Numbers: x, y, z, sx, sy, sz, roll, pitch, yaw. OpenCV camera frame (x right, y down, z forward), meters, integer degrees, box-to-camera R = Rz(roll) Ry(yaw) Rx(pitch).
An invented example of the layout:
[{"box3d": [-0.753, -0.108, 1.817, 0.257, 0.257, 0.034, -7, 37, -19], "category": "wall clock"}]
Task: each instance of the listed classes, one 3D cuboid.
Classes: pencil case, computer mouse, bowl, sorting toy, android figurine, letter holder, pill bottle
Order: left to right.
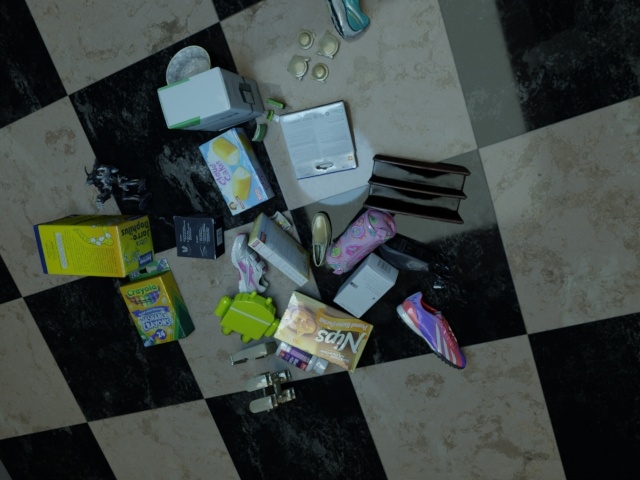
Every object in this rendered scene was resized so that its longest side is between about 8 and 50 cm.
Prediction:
[{"box3d": [-0.420, -0.550, 1.398, 0.170, 0.080, 0.170, -3, 79, 18], "category": "bowl"}, {"box3d": [-0.273, 0.287, 1.585, 0.248, 0.056, 0.273, 25, 127, -12], "category": "android figurine"}, {"box3d": [-0.151, -0.062, 1.512, 0.083, 0.045, 0.075, -35, 88, 19], "category": "sorting toy"}, {"box3d": [-0.065, 0.433, 1.596, 0.193, 0.108, 0.108, 27, 109, 4], "category": "pill bottle"}, {"box3d": [0.126, 0.007, 1.376, 0.124, 0.124, 0.284, 43, 137, -2], "category": "pencil case"}, {"box3d": [0.306, 0.069, 1.396, 0.272, 0.188, 0.072, 26, 122, 14], "category": "computer mouse"}, {"box3d": [0.296, -0.161, 1.293, 0.301, 0.214, 0.152, 11, 108, 9], "category": "letter holder"}]

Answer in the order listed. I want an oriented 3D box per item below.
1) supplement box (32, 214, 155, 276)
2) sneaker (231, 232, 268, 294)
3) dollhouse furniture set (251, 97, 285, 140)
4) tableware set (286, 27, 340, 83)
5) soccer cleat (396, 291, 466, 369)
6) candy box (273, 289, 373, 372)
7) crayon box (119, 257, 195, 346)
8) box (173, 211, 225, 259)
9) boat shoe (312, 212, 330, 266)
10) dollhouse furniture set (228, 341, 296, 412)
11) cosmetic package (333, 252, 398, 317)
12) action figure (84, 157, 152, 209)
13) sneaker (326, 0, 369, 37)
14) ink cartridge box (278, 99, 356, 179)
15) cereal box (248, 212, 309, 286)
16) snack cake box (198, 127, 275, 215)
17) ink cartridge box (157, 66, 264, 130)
[{"box3d": [-0.859, 0.013, 1.604, 0.356, 0.194, 0.195, 1, 106, 11], "category": "supplement box"}, {"box3d": [-0.253, 0.089, 1.551, 0.111, 0.103, 0.253, -5, 113, 12], "category": "sneaker"}, {"box3d": [-0.170, -0.394, 1.403, 0.058, 0.076, 0.152, 24, 108, 3], "category": "dollhouse furniture set"}, {"box3d": [-0.024, -0.592, 1.344, 0.141, 0.020, 0.169, 22, 109, 5], "category": "tableware set"}, {"box3d": [0.412, 0.319, 1.466, 0.318, 0.108, 0.116, 44, 106, 0], "category": "soccer cleat"}, {"box3d": [0.011, 0.326, 1.522, 0.316, 0.087, 0.183, 24, 86, 1], "category": "candy box"}, {"box3d": [-0.668, 0.254, 1.691, 0.203, 0.083, 0.323, -15, 101, 16], "category": "crayon box"}, {"box3d": [-0.449, -0.020, 1.559, 0.158, 0.093, 0.156, 4, 107, 10], "category": "box"}, {"box3d": [0.000, 0.000, 1.478, 0.068, 0.072, 0.190, 0, 105, 12], "category": "boat shoe"}, {"box3d": [-0.233, 0.534, 1.615, 0.160, 0.212, 0.242, -21, 74, 15], "category": "dollhouse furniture set"}, {"box3d": [0.154, 0.159, 1.444, 0.117, 0.085, 0.231, 34, 130, -1], "category": "cosmetic package"}, {"box3d": [-0.781, -0.207, 1.556, 0.275, 0.141, 0.164, 14, 119, 7], "category": "action figure"}, {"box3d": [0.061, -0.756, 1.253, 0.109, 0.107, 0.275, -24, 105, -2], "category": "sneaker"}, {"box3d": [-0.004, -0.330, 1.393, 0.223, 0.045, 0.224, -8, 115, 15], "category": "ink cartridge box"}, {"box3d": [-0.134, 0.030, 1.427, 0.047, 0.173, 0.240, -40, 114, 22], "category": "cereal box"}, {"box3d": [-0.290, -0.240, 1.465, 0.152, 0.089, 0.265, -23, 99, 16], "category": "snack cake box"}, {"box3d": [-0.329, -0.431, 1.315, 0.211, 0.289, 0.122, -13, 100, 15], "category": "ink cartridge box"}]
